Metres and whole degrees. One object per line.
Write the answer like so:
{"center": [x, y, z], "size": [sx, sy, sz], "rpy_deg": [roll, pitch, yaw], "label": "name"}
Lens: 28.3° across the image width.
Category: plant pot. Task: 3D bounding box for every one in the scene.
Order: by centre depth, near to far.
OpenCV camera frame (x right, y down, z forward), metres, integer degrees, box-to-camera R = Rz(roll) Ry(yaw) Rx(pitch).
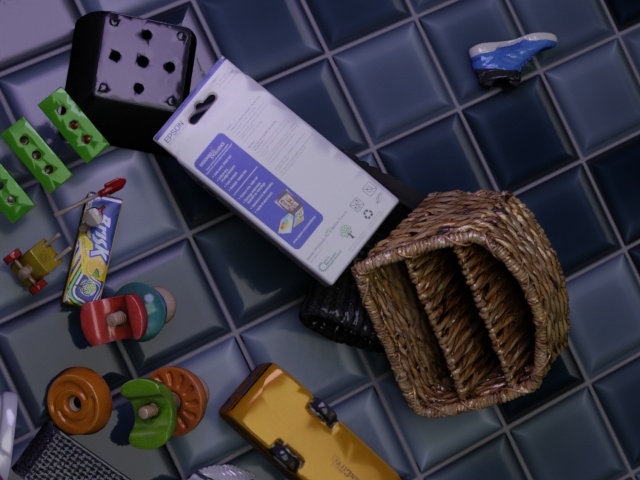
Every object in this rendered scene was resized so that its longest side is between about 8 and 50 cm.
{"center": [-0.271, -0.241, 1.867], "size": [0.188, 0.167, 0.188], "rpy_deg": [10, 81, -16], "label": "plant pot"}

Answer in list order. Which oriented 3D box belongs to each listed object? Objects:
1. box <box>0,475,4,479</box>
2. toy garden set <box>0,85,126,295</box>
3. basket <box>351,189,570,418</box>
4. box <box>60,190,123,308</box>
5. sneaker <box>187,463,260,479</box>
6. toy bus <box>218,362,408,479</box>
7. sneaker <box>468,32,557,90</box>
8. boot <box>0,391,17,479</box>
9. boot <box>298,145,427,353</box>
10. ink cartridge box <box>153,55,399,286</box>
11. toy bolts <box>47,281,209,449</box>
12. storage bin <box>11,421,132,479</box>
{"center": [-0.529, 0.383, 1.665], "size": [0.243, 0.117, 0.214], "rpy_deg": [-31, 99, -5], "label": "box"}
{"center": [-0.398, -0.064, 1.815], "size": [0.244, 0.049, 0.204], "rpy_deg": [-40, 98, -3], "label": "toy garden set"}
{"center": [0.225, 0.102, 1.872], "size": [0.223, 0.213, 0.299], "rpy_deg": [-42, 121, -37], "label": "basket"}
{"center": [-0.337, 0.017, 1.870], "size": [0.054, 0.059, 0.169], "rpy_deg": [13, 80, -14], "label": "box"}
{"center": [-0.188, 0.428, 1.855], "size": [0.094, 0.153, 0.235], "rpy_deg": [36, 34, 18], "label": "sneaker"}
{"center": [0.009, 0.331, 1.894], "size": [0.332, 0.130, 0.108], "rpy_deg": [43, 73, -7], "label": "toy bus"}
{"center": [0.326, -0.290, 2.099], "size": [0.152, 0.058, 0.085], "rpy_deg": [-11, 81, -13], "label": "sneaker"}
{"center": [-0.501, 0.330, 1.762], "size": [0.123, 0.095, 0.258], "rpy_deg": [13, 84, -16], "label": "boot"}
{"center": [0.002, 0.000, 1.933], "size": [0.347, 0.131, 0.260], "rpy_deg": [26, 77, -12], "label": "boot"}
{"center": [-0.065, -0.098, 1.833], "size": [0.332, 0.065, 0.165], "rpy_deg": [40, 81, -4], "label": "ink cartridge box"}
{"center": [-0.275, 0.174, 1.858], "size": [0.218, 0.158, 0.229], "rpy_deg": [-4, 95, 24], "label": "toy bolts"}
{"center": [-0.338, 0.341, 1.796], "size": [0.180, 0.122, 0.084], "rpy_deg": [36, 75, -9], "label": "storage bin"}
